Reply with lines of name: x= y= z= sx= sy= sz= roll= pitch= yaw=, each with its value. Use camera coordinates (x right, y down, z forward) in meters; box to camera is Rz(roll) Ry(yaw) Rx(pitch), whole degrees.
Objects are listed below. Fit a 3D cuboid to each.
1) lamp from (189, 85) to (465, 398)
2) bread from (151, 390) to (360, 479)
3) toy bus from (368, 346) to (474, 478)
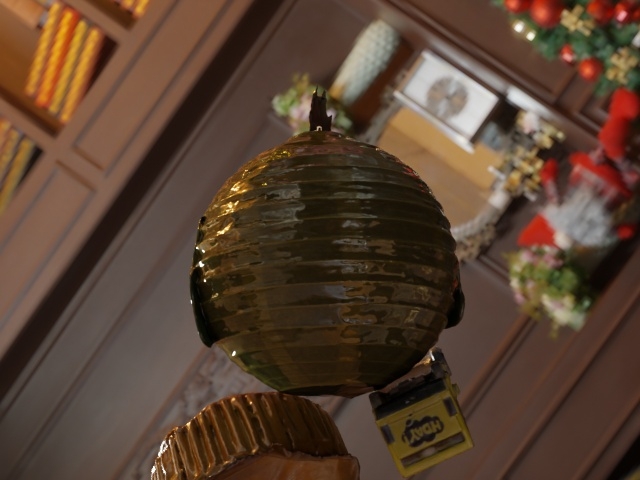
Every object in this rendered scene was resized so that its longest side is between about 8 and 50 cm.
lamp: x=0.000 y=0.000 z=1.071 sx=0.250 sy=0.284 sz=0.250 roll=-4 pitch=169 yaw=-1
bread: x=-0.065 y=0.229 z=1.134 sx=0.199 sy=0.199 sz=0.104 roll=33 pitch=-159 yaw=-42
toy bus: x=0.092 y=0.150 z=1.079 sx=0.074 sy=0.081 sz=0.226 roll=64 pitch=-178 yaw=0
